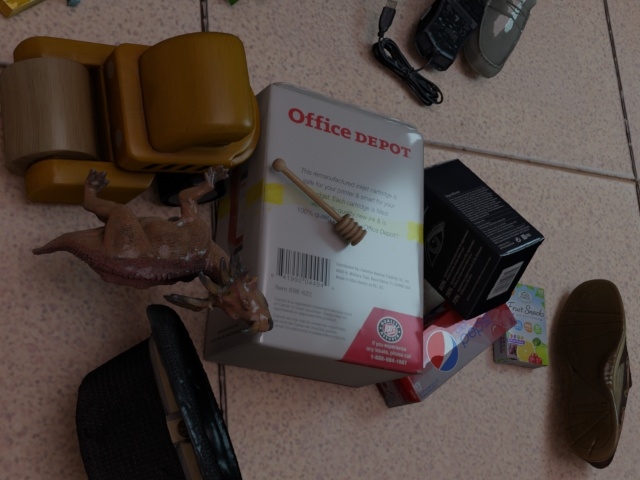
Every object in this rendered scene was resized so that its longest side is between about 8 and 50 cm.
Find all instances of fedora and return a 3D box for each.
[{"bbox_3d":[-0.198,0.251,1.139,0.153,0.334,0.333,-19,86,-4],"label":"fedora"}]

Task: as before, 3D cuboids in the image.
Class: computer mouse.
[{"bbox_3d":[0.185,-0.387,1.696,0.184,0.060,0.262,36,70,-25],"label":"computer mouse"}]

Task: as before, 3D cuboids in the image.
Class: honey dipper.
[{"bbox_3d":[-0.003,-0.055,1.272,0.161,0.030,0.030,42,56,-13],"label":"honey dipper"}]

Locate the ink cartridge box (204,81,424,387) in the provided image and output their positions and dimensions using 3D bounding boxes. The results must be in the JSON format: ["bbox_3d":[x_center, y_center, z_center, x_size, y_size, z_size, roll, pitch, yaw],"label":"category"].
[{"bbox_3d":[0.000,0.000,1.374,0.279,0.160,0.384,15,68,-29],"label":"ink cartridge box"}]

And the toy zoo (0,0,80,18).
[{"bbox_3d":[-0.445,-0.439,1.296,0.293,0.030,0.192,45,55,-14],"label":"toy zoo"}]

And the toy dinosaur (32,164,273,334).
[{"bbox_3d":[-0.201,0.020,1.139,0.296,0.127,0.200,0,49,-13],"label":"toy dinosaur"}]

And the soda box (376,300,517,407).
[{"bbox_3d":[0.197,0.163,1.505,0.263,0.083,0.092,-31,93,-37],"label":"soda box"}]

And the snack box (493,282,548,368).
[{"bbox_3d":[0.350,0.148,1.642,0.100,0.037,0.141,13,67,-32],"label":"snack box"}]

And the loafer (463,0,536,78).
[{"bbox_3d":[0.353,-0.452,1.795,0.112,0.111,0.319,29,60,-24],"label":"loafer"}]

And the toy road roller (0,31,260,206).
[{"bbox_3d":[-0.230,-0.174,1.224,0.330,0.241,0.202,-1,75,-35],"label":"toy road roller"}]

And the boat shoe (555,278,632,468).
[{"bbox_3d":[0.499,0.240,1.683,0.123,0.123,0.341,46,43,-50],"label":"boat shoe"}]

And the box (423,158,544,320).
[{"bbox_3d":[0.224,-0.004,1.483,0.108,0.153,0.207,-19,55,-36],"label":"box"}]

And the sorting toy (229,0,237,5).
[{"bbox_3d":[-0.109,-0.520,1.546,0.196,0.047,0.347,47,55,-18],"label":"sorting toy"}]
